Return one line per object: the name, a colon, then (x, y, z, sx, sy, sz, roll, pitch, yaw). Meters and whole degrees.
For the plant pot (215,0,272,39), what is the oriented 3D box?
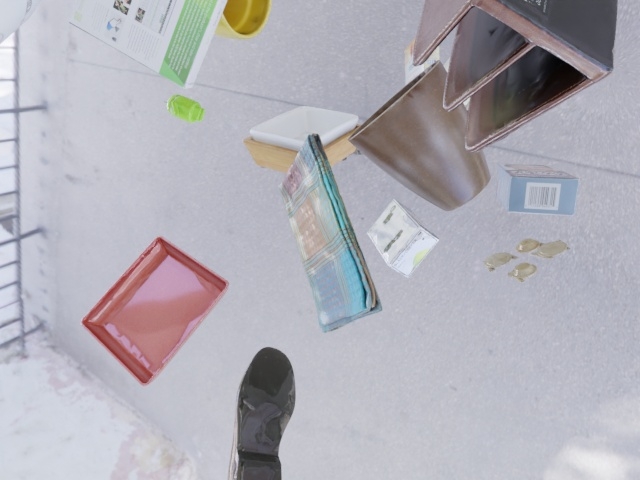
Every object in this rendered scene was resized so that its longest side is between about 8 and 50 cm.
plant pot: (-0.303, -0.711, 1.383, 0.239, 0.254, 0.253, 16, 115, 26)

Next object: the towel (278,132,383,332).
towel: (0.000, 0.000, 1.028, 0.271, 0.040, 0.370, -45, 61, 63)

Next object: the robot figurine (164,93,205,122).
robot figurine: (-0.401, -0.389, 1.442, 0.115, 0.101, 0.067, 24, 105, 7)

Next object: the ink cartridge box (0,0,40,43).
ink cartridge box: (-0.397, -0.274, 0.574, 0.232, 0.189, 0.066, -2, 141, 44)

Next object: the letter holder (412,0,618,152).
letter holder: (0.201, -0.286, 0.568, 0.152, 0.301, 0.214, 23, 159, -15)

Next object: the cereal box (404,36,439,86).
cereal box: (0.254, -0.377, 1.222, 0.047, 0.173, 0.240, -3, 95, -5)

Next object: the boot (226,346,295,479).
boot: (-0.120, 0.337, 0.869, 0.112, 0.305, 0.115, 24, 136, -18)

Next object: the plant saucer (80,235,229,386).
plant saucer: (-0.349, 0.145, 1.050, 0.259, 0.258, 0.047, 28, 162, 31)

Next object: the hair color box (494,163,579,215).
hair color box: (0.678, -0.172, 1.570, 0.186, 0.374, 0.113, 4, 105, 13)

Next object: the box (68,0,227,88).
box: (-0.403, -0.537, 1.138, 0.322, 0.058, 0.232, 31, 112, 1)

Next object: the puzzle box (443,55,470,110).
puzzle box: (0.517, -0.582, 1.559, 0.052, 0.409, 0.272, 29, 120, -17)

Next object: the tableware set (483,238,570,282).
tableware set: (0.464, 0.037, 1.108, 0.169, 0.141, 0.020, -28, 108, -8)

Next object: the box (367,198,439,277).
box: (0.273, -0.014, 1.669, 0.087, 0.290, 0.169, 32, 103, -20)

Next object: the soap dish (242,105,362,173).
soap dish: (-0.038, -0.280, 1.381, 0.229, 0.291, 0.118, 18, 126, 27)

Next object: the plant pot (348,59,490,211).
plant pot: (0.208, -0.175, 0.921, 0.230, 0.215, 0.215, 48, 125, -9)

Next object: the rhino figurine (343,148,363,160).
rhino figurine: (0.082, -0.352, 1.887, 0.243, 0.106, 0.073, 7, 83, 22)
